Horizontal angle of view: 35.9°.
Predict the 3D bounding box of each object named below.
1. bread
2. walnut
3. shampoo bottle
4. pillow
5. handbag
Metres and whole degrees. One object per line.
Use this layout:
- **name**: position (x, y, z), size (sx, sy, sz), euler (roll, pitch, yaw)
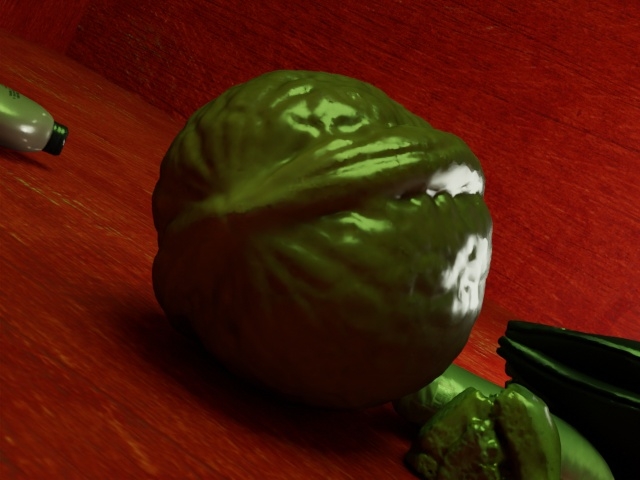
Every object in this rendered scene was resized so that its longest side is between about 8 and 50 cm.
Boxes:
- **bread**: position (0.166, 0.184, 0.858), size (0.156, 0.110, 0.103), euler (30, 1, 11)
- **walnut**: position (0.000, 0.000, 0.862), size (0.333, 0.332, 0.333), euler (27, 7, -3)
- **shampoo bottle**: position (-0.444, -0.175, 1.257), size (0.257, 0.078, 0.127), euler (22, 4, -28)
- **pillow**: position (0.178, 0.187, 0.990), size (0.254, 0.078, 0.144), euler (28, 0, -5)
- **handbag**: position (0.330, 0.193, 1.084), size (0.288, 0.152, 0.342), euler (21, -21, 17)
